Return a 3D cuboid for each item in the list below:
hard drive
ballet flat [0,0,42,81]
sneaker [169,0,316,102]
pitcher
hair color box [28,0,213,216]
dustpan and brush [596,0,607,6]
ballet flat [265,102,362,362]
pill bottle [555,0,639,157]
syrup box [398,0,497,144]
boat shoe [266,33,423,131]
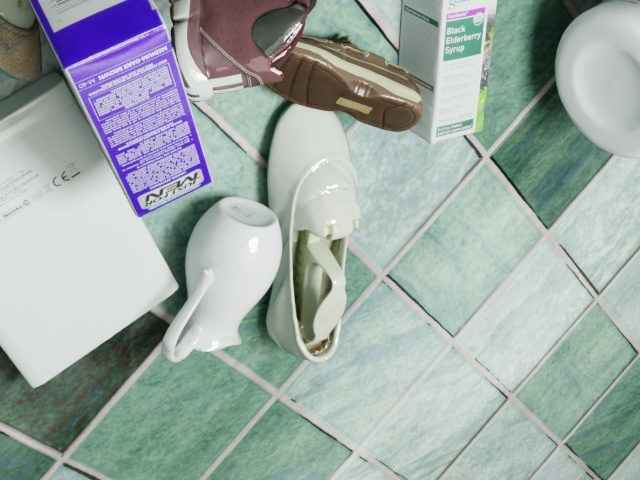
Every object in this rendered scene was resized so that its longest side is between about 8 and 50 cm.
[{"bbox_3d":[-0.341,-0.004,1.374,0.233,0.047,0.353,-35,132,-14],"label":"hard drive"},{"bbox_3d":[-0.358,-0.283,1.130,0.106,0.108,0.316,-24,138,18],"label":"ballet flat"},{"bbox_3d":[-0.088,-0.295,1.243,0.162,0.106,0.281,-5,85,-2],"label":"sneaker"},{"bbox_3d":[-0.138,0.057,1.492,0.178,0.125,0.207,-36,150,-61],"label":"pitcher"},{"bbox_3d":[-0.212,-0.181,1.159,0.110,0.185,0.339,-25,160,-9],"label":"hair color box"},{"bbox_3d":[0.440,-0.311,1.752,0.211,0.060,0.147,-24,129,-23],"label":"dustpan and brush"},{"bbox_3d":[0.000,0.000,1.572,0.139,0.139,0.400,-14,124,-30],"label":"ballet flat"},{"bbox_3d":[0.566,-0.298,1.677,0.407,0.229,0.229,-27,131,-29],"label":"pill bottle"},{"bbox_3d":[0.173,-0.266,1.558,0.093,0.096,0.237,-17,127,-28],"label":"syrup box"},{"bbox_3d":[0.018,-0.227,1.483,0.257,0.095,0.095,21,141,-28],"label":"boat shoe"}]
